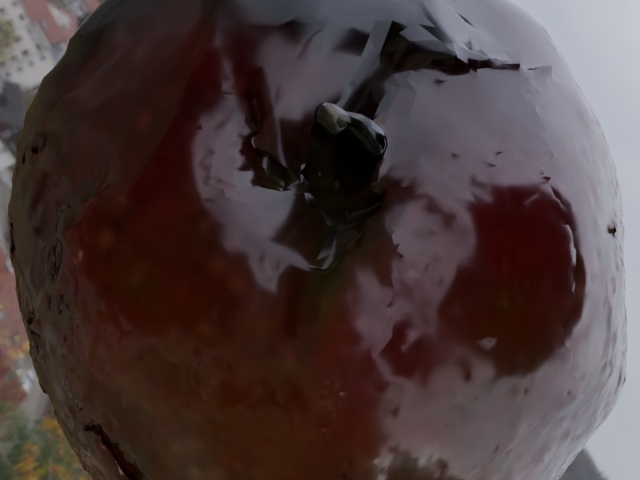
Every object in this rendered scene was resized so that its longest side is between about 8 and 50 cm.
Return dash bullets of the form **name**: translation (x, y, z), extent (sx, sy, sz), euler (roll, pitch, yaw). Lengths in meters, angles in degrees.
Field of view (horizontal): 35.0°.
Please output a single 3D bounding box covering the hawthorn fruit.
- **hawthorn fruit**: translation (-0.001, 0.001, 0.472), extent (0.316, 0.316, 0.316), euler (64, -1, 1)
